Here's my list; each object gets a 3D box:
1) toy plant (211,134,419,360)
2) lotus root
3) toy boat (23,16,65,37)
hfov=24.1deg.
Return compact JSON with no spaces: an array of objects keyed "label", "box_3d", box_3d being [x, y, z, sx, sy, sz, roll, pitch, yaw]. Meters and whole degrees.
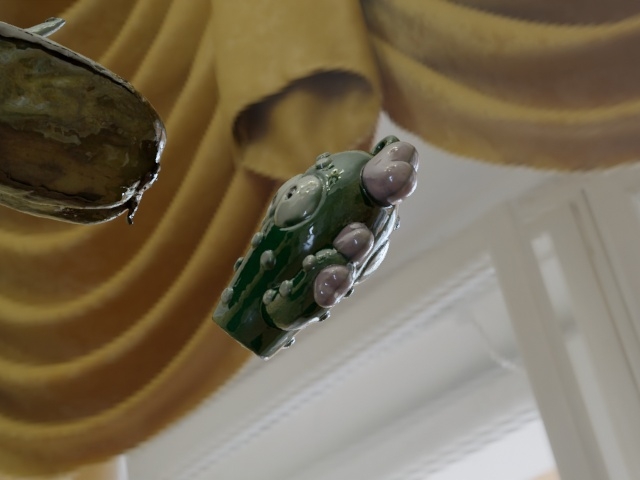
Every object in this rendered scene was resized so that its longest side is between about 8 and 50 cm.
[{"label":"toy plant","box_3d":[-0.001,-0.002,1.391,0.112,0.243,0.232,40,-29,-18]},{"label":"lotus root","box_3d":[-0.285,-0.114,1.422,0.275,0.160,0.152,23,-9,-15]},{"label":"toy boat","box_3d":[-0.451,-0.212,1.849,0.282,0.096,0.206,-32,13,-23]}]
